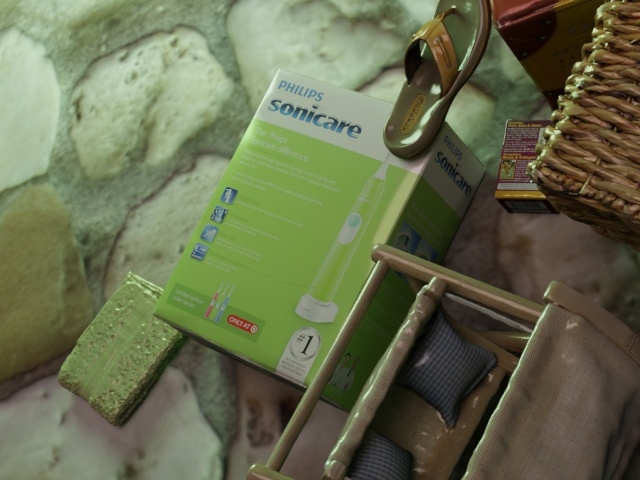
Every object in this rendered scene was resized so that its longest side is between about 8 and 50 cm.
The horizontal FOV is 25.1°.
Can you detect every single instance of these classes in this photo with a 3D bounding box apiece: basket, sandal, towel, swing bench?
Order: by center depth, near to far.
[{"bbox_3d":[0.361,-0.077,1.193,0.299,0.213,0.223,24,87,28],"label":"basket"},{"bbox_3d":[0.123,0.165,1.219,0.255,0.165,0.253,12,60,33],"label":"swing bench"},{"bbox_3d":[0.100,-0.161,1.311,0.072,0.049,0.180,31,97,46],"label":"sandal"},{"bbox_3d":[-0.206,0.115,1.529,0.110,0.027,0.148,32,85,33],"label":"towel"}]

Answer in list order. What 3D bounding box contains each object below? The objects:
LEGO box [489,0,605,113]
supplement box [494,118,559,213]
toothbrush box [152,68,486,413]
[{"bbox_3d":[0.385,-0.387,1.330,0.500,0.193,0.372,-18,62,20],"label":"LEGO box"},{"bbox_3d":[0.204,-0.071,1.381,0.055,0.043,0.083,3,72,29],"label":"supplement box"},{"bbox_3d":[0.000,0.000,1.412,0.206,0.122,0.283,21,81,32],"label":"toothbrush box"}]
